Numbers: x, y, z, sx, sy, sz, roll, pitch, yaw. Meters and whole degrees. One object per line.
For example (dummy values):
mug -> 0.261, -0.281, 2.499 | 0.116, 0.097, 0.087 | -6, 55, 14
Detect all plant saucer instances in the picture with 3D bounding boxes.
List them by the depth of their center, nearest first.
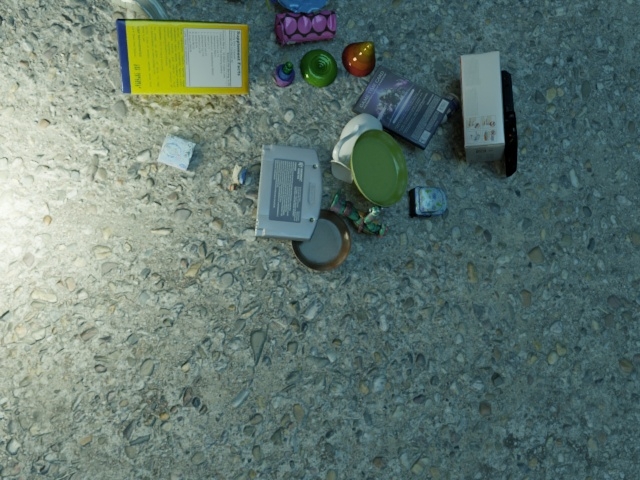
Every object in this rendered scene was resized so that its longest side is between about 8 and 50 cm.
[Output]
plant saucer -> 0.173, -0.219, 1.776 | 0.241, 0.037, 0.241 | 8, 76, -38
plant saucer -> 0.000, 0.000, 1.827 | 0.198, 0.036, 0.198 | 2, 82, -14

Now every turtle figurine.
turtle figurine -> 0.146, -0.078, 1.825 | 0.234, 0.175, 0.118 | 25, 95, -3

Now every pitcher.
pitcher -> 0.107, -0.307, 1.827 | 0.125, 0.178, 0.207 | 27, 77, 18

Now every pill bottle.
pill bottle -> 0.418, -0.442, 1.983 | 0.120, 0.067, 0.067 | -43, 95, -16

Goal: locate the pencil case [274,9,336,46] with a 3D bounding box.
pencil case -> -0.044, -0.686, 1.877 | 0.209, 0.095, 0.098 | -14, 77, -18

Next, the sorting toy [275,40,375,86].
sorting toy -> 0.032, -0.580, 1.866 | 0.365, 0.126, 0.127 | -18, 88, -18

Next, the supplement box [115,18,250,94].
supplement box -> -0.393, -0.530, 1.675 | 0.356, 0.195, 0.194 | -4, 112, -16

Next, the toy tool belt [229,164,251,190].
toy tool belt -> -0.244, -0.188, 1.777 | 0.051, 0.052, 0.083 | 13, 80, -5

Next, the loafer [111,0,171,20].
loafer -> -0.572, -0.736, 1.737 | 0.111, 0.112, 0.319 | -43, 93, -4

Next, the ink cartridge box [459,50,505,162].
ink cartridge box -> 0.545, -0.430, 1.960 | 0.130, 0.272, 0.309 | -3, 82, 15

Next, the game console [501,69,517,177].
game console -> 0.645, -0.414, 1.998 | 0.044, 0.213, 0.361 | -3, 62, 17

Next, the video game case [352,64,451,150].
video game case -> 0.270, -0.443, 1.929 | 0.274, 0.026, 0.196 | 30, 76, 7

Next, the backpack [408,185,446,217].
backpack -> 0.360, -0.128, 1.918 | 0.114, 0.084, 0.105 | 0, 85, -18

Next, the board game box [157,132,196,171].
board game box -> -0.433, -0.265, 1.751 | 0.090, 0.020, 0.090 | 20, 78, -12

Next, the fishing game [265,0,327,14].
fishing game -> -0.059, -0.797, 1.857 | 0.264, 0.041, 0.189 | -19, 76, -14

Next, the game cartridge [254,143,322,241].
game cartridge -> -0.093, -0.145, 1.788 | 0.198, 0.062, 0.297 | 7, 75, -11
